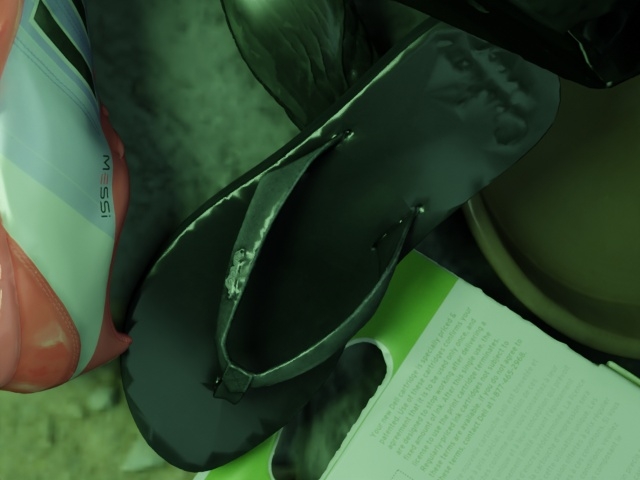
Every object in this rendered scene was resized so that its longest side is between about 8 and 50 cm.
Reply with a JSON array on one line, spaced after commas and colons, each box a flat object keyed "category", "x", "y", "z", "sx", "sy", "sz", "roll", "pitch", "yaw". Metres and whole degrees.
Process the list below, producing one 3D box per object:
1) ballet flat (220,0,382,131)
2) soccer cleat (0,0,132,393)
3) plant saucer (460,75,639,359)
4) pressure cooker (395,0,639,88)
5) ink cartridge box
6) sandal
[{"category": "ballet flat", "x": 0.002, "y": -0.080, "z": 0.741, "sx": 0.057, "sy": 0.049, "sz": 0.173, "roll": -27, "pitch": 105, "yaw": 11}, {"category": "soccer cleat", "x": -0.121, "y": -0.059, "z": 0.671, "sx": 0.095, "sy": 0.083, "sz": 0.248, "roll": -5, "pitch": 98, "yaw": -48}, {"category": "plant saucer", "x": 0.177, "y": -0.078, "z": 0.814, "sx": 0.278, "sy": 0.041, "sz": 0.278, "roll": -4, "pitch": 99, "yaw": -23}, {"category": "pressure cooker", "x": 0.058, "y": -0.307, "z": 0.524, "sx": 0.420, "sy": 0.370, "sz": 0.375, "roll": -59, "pitch": 148, "yaw": 7}, {"category": "ink cartridge box", "x": 0.083, "y": 0.138, "z": 0.786, "sx": 0.255, "sy": 0.097, "sz": 0.189, "roll": 33, "pitch": 84, "yaw": 9}, {"category": "sandal", "x": 0.000, "y": -0.001, "z": 0.706, "sx": 0.097, "sy": 0.054, "sz": 0.254, "roll": 38, "pitch": 101, "yaw": -14}]
